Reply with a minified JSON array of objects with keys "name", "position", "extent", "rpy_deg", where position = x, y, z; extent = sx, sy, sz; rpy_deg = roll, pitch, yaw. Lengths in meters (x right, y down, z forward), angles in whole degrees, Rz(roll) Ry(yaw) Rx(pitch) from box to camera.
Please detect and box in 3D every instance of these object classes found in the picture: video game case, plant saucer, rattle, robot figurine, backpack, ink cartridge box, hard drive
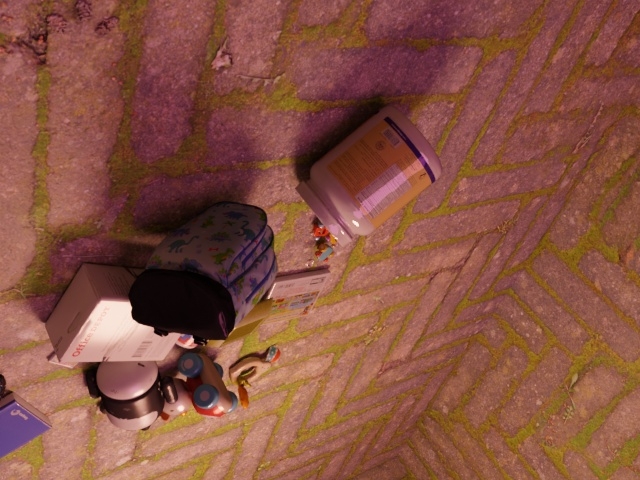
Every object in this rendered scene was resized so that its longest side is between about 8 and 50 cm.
[{"name":"video game case","position":[-0.648,0.288,1.822],"extent":[0.122,0.011,0.087],"rpy_deg":[-42,147,6]},{"name":"plant saucer","position":[-0.243,0.259,2.086],"extent":[0.188,0.045,0.188],"rpy_deg":[-17,158,-41]},{"name":"rattle","position":[-0.203,0.464,2.363],"extent":[0.200,0.143,0.130],"rpy_deg":[-18,124,-19]},{"name":"robot figurine","position":[-0.533,0.421,1.945],"extent":[0.209,0.173,0.278],"rpy_deg":[-24,138,-25]},{"name":"backpack","position":[-0.247,0.061,1.655],"extent":[0.355,0.290,0.273],"rpy_deg":[-26,119,-56]},{"name":"ink cartridge box","position":[-0.494,0.188,1.736],"extent":[0.307,0.129,0.223],"rpy_deg":[10,125,-50]},{"name":"hard drive","position":[-0.920,0.546,1.851],"extent":[0.319,0.040,0.210],"rpy_deg":[-31,147,-11]},{"name":"video game case","position":[-0.094,0.184,2.219],"extent":[0.227,0.026,0.206],"rpy_deg":[-8,137,-39]}]

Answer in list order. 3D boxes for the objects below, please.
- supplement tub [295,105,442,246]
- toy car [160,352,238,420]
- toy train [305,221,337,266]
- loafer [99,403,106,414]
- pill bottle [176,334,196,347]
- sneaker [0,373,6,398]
[{"name":"supplement tub","position":[0.124,-0.163,1.796],"extent":[0.331,0.241,0.241],"rpy_deg":[-39,148,3]},{"name":"toy car","position":[-0.414,0.488,2.126],"extent":[0.238,0.210,0.219],"rpy_deg":[-32,159,1]},{"name":"toy train","position":[0.000,0.000,2.065],"extent":[0.125,0.046,0.166],"rpy_deg":[-11,136,-33]},{"name":"loafer","position":[-0.584,0.486,2.085],"extent":[0.170,0.061,0.062],"rpy_deg":[-26,147,-17]},{"name":"pill bottle","position":[-0.325,0.182,1.899],"extent":[0.221,0.124,0.124],"rpy_deg":[-47,147,15]},{"name":"sneaker","position":[-0.866,0.423,1.714],"extent":[0.087,0.083,0.221],"rpy_deg":[35,91,-20]}]
